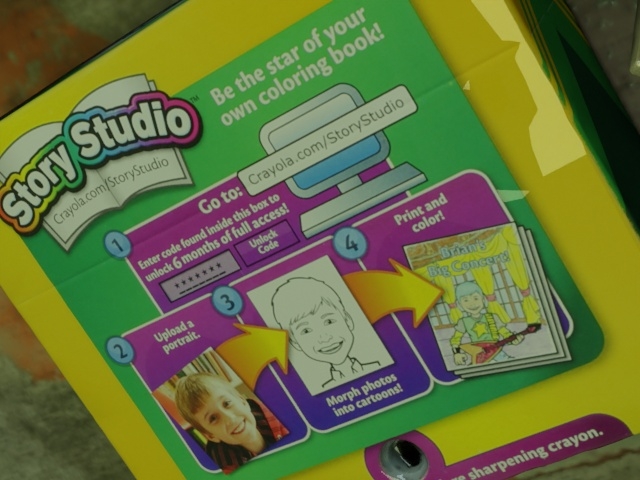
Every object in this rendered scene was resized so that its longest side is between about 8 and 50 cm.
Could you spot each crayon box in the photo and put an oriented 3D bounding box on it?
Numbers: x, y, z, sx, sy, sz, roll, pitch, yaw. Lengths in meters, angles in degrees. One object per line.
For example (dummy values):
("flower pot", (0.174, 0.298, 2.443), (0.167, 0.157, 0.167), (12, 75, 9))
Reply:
("crayon box", (0.000, 0.000, 0.710), (0.363, 0.106, 0.313), (-25, 103, 29))

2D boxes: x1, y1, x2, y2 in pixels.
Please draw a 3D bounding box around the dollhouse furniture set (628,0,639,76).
("dollhouse furniture set", (0.165, -0.205, 0.500), (0.259, 0.135, 0.262), (10, 144, 7))
